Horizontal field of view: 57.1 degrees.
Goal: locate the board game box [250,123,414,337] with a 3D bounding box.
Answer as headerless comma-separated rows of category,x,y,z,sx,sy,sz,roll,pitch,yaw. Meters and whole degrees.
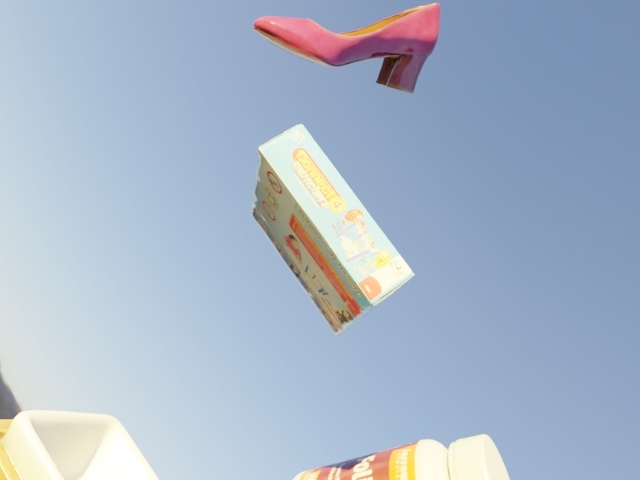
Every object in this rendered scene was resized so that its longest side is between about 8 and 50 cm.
board game box,0.000,0.000,1.041,0.308,0.086,0.302,54,-18,9

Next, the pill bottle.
pill bottle,0.149,0.503,1.093,0.391,0.224,0.224,-23,-84,19

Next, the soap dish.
soap dish,-0.243,0.325,0.626,0.291,0.118,0.229,48,-4,20

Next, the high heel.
high heel,0.059,-0.410,1.110,0.127,0.377,0.182,38,-64,50
